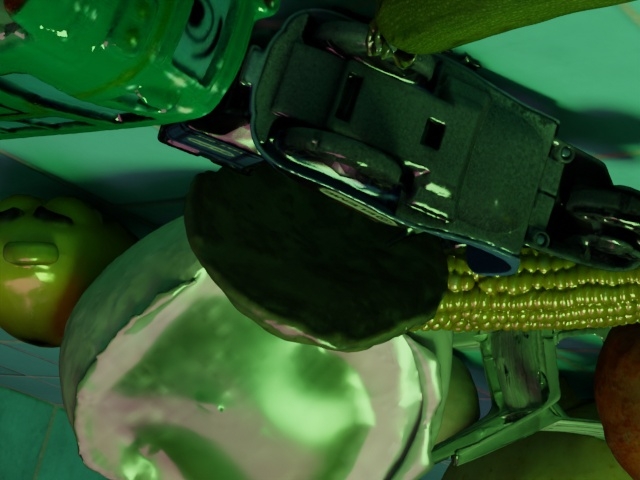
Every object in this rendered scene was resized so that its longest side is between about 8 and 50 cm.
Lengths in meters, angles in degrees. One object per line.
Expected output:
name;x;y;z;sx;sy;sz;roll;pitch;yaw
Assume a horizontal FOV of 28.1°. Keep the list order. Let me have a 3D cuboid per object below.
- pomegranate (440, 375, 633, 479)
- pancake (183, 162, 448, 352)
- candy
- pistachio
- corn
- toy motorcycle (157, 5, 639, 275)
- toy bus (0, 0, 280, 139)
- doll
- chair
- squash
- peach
pomegranate;0.335;0.358;1.648;0.411;0.412;0.411;12;163;4
pancake;-0.001;0.001;1.003;0.222;0.236;0.042;29;125;-9
candy;-0.053;0.130;1.300;0.386;0.186;0.427;38;119;-10
pistachio;0.132;0.197;1.672;0.185;0.124;0.124;25;160;-24
corn;0.178;0.034;1.113;0.312;0.102;0.102;2;162;5
toy motorcycle;0.077;-0.057;0.934;0.358;0.125;0.212;22;170;-18
toy bus;-0.191;-0.152;0.715;0.343;0.184;0.199;1;162;38
doll;-0.276;0.053;1.498;0.348;0.161;0.423;9;166;-33
chair;0.224;0.166;1.419;0.274;0.191;0.203;-11;172;-20
squash;0.123;-0.151;0.676;0.318;0.071;0.080;-10;-173;45
peach;0.368;0.154;1.204;0.232;0.232;0.257;15;165;-4
